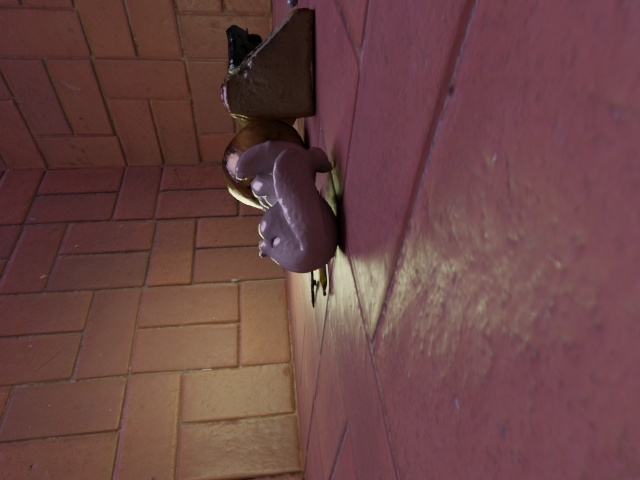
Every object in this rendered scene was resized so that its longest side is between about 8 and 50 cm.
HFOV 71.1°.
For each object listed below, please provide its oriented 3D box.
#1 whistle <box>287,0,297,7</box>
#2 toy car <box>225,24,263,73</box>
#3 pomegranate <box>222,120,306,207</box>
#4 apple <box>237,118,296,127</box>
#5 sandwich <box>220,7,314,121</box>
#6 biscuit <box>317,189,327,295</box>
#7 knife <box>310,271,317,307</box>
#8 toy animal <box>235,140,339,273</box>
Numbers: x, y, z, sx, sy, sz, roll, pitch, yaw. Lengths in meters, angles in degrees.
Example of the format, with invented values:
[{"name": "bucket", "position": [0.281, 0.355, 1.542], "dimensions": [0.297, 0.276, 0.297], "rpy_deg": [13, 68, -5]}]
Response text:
[{"name": "whistle", "position": [-0.095, -0.837, 1.523], "dimensions": [0.100, 0.035, 0.035], "rpy_deg": [102, 163, -60]}, {"name": "toy car", "position": [-0.167, -0.528, 1.381], "dimensions": [0.321, 0.097, 0.141], "rpy_deg": [9, -106, -55]}, {"name": "pomegranate", "position": [-0.186, -0.259, 1.514], "dimensions": [0.322, 0.323, 0.321], "rpy_deg": [177, 90, -82]}, {"name": "apple", "position": [-0.202, -0.512, 1.661], "dimensions": [0.257, 0.257, 0.233], "rpy_deg": [-119, 10, -73]}, {"name": "sandwich", "position": [-0.139, -0.465, 1.198], "dimensions": [0.099, 0.255, 0.288], "rpy_deg": [-118, 28, -68]}, {"name": "biscuit", "position": [0.000, 0.000, 1.183], "dimensions": [0.048, 0.026, 0.291], "rpy_deg": [48, -144, -71]}, {"name": "knife", "position": [-0.022, 0.141, 1.413], "dimensions": [0.222, 0.021, 0.045], "rpy_deg": [90, 174, -53]}, {"name": "toy animal", "position": [-0.050, -0.061, 0.971], "dimensions": [0.271, 0.206, 0.264], "rpy_deg": [68, -174, -65]}]
